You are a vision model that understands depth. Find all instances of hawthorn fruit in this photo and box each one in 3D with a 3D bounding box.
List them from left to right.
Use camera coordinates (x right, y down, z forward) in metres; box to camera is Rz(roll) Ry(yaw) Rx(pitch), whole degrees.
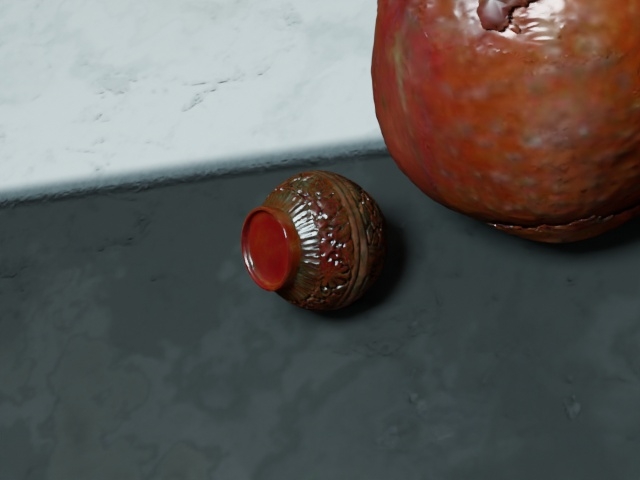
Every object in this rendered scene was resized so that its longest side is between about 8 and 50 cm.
[{"bbox_3d":[0.154,-0.156,1.073,0.276,0.307,0.276,-6,63,11],"label":"hawthorn fruit"}]

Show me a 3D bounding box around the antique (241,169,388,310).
[{"bbox_3d":[0.000,0.000,1.161,0.104,0.104,0.104,-14,50,17],"label":"antique"}]
